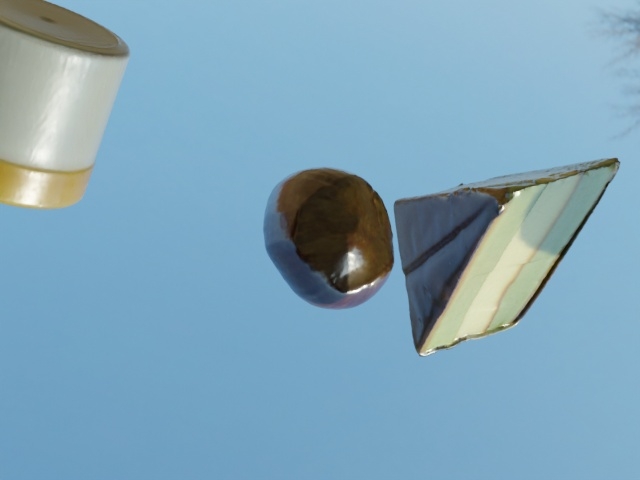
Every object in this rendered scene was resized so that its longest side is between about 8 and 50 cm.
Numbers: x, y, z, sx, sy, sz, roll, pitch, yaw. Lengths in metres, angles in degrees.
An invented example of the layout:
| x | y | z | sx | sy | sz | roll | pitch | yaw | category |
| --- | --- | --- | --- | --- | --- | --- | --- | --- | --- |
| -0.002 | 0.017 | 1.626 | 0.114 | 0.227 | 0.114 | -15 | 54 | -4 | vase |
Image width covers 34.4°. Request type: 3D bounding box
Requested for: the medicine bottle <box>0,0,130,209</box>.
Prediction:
| x | y | z | sx | sy | sz | roll | pitch | yaw | category |
| --- | --- | --- | --- | --- | --- | --- | --- | --- | --- |
| -0.400 | -0.193 | 1.392 | 0.237 | 0.232 | 0.238 | 22 | -163 | -7 | medicine bottle |

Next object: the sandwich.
| x | y | z | sx | sy | sz | roll | pitch | yaw | category |
| --- | --- | --- | --- | --- | --- | --- | --- | --- | --- |
| 0.154 | 0.019 | 0.830 | 0.117 | 0.144 | 0.187 | -16 | -175 | -23 | sandwich |

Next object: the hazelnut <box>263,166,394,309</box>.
| x | y | z | sx | sy | sz | roll | pitch | yaw | category |
| --- | --- | --- | --- | --- | --- | --- | --- | --- | --- |
| 0.000 | 0.000 | 1.651 | 0.218 | 0.218 | 0.234 | -13 | -93 | -40 | hazelnut |
